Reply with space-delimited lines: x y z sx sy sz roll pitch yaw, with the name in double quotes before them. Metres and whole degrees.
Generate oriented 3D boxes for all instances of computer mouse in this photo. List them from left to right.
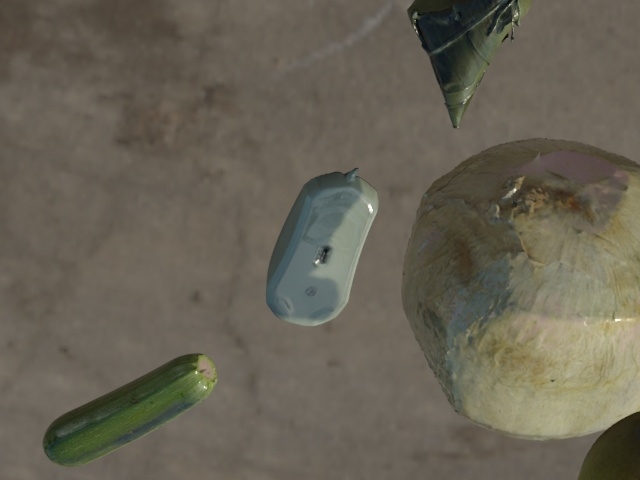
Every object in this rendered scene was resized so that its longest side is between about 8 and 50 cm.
"computer mouse" 0.000 0.000 1.156 0.056 0.032 0.110 14 109 -22

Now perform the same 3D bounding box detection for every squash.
"squash" -0.213 0.190 2.030 0.229 0.066 0.066 -29 134 22

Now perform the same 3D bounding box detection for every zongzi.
"zongzi" 0.141 -0.162 1.543 0.109 0.055 0.119 -14 104 30

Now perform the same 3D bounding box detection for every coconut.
"coconut" 0.227 0.033 1.815 0.297 0.297 0.254 9 126 -3

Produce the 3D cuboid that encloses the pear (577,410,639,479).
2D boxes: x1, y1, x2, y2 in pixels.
"pear" 0.238 0.168 1.236 0.141 0.141 0.104 -9 125 23
